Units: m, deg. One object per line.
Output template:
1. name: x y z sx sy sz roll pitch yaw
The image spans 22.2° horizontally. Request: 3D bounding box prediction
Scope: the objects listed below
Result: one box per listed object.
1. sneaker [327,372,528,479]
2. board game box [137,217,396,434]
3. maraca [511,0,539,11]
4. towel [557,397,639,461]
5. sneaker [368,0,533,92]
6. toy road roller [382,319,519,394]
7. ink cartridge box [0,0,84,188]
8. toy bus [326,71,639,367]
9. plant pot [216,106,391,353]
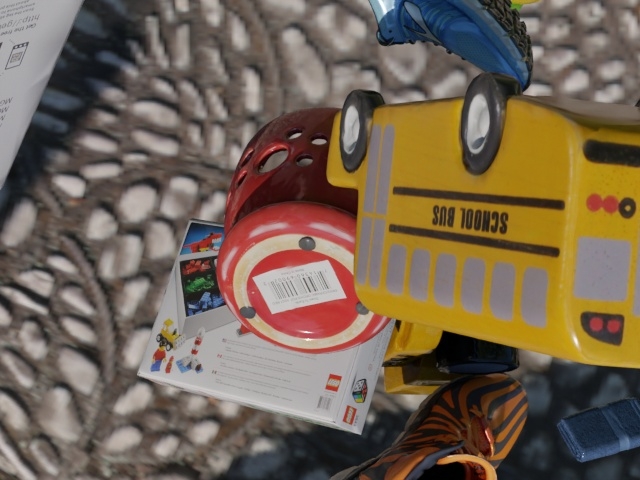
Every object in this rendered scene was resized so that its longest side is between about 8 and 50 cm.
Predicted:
1. sneaker: 0.154 0.242 1.763 0.321 0.180 0.124 -36 100 -34
2. board game box: -0.055 0.087 1.772 0.053 0.305 0.193 29 75 -46
3. maraca: 0.216 -0.293 1.696 0.185 0.099 0.127 -60 153 -3
4. towel: 0.363 0.240 2.061 0.119 0.029 0.067 -12 57 -24
5. sneaker: 0.072 -0.150 1.065 0.162 0.063 0.073 40 115 -8
6. toy road roller: 0.082 0.064 1.913 0.241 0.329 0.202 2 78 -14
7. ink cartridge box: -0.314 -0.161 1.005 0.130 0.272 0.309 -26 67 -43
8. toy bus: 0.100 -0.015 0.849 0.108 0.333 0.130 4 91 -19
9. plant pot: 0.000 0.000 1.508 0.191 0.191 0.174 49 31 -26
